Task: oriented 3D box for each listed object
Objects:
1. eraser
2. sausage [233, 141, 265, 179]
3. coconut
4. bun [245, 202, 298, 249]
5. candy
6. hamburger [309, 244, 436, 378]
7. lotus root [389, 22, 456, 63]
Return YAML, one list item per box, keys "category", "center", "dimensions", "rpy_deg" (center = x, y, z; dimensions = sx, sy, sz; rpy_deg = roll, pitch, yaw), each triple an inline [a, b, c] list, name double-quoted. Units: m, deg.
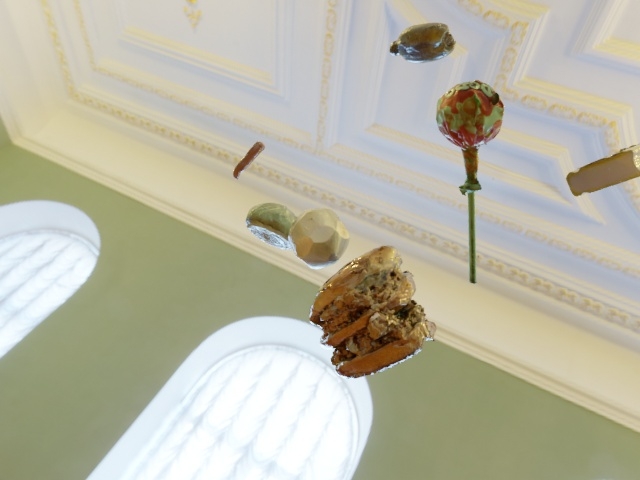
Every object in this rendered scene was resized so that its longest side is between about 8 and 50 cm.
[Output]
- category: "eraser"
  center: [0.701, -0.174, 1.186]
  dimensions: [0.158, 0.226, 0.069]
  rpy_deg: [-21, -91, 52]
- category: "sausage"
  center: [-0.250, -0.277, 1.743]
  dimensions: [0.042, 0.158, 0.036]
  rpy_deg: [41, -5, -29]
- category: "coconut"
  center: [-0.003, 0.001, 1.403]
  dimensions: [0.161, 0.160, 0.162]
  rpy_deg: [95, -26, -46]
- category: "bun"
  center: [-0.142, -0.056, 1.642]
  dimensions: [0.195, 0.118, 0.195]
  rpy_deg: [26, -19, 10]
- category: "candy"
  center: [0.133, -0.045, 0.447]
  dimensions: [0.055, 0.049, 0.185]
  rpy_deg: [4, -68, 28]
- category: "hamburger"
  center: [0.104, 0.146, 1.010]
  dimensions: [0.211, 0.260, 0.245]
  rpy_deg: [57, -31, 10]
- category: "lotus root"
  center: [0.276, -0.543, 1.394]
  dimensions: [0.192, 0.088, 0.113]
  rpy_deg: [8, -22, 41]
